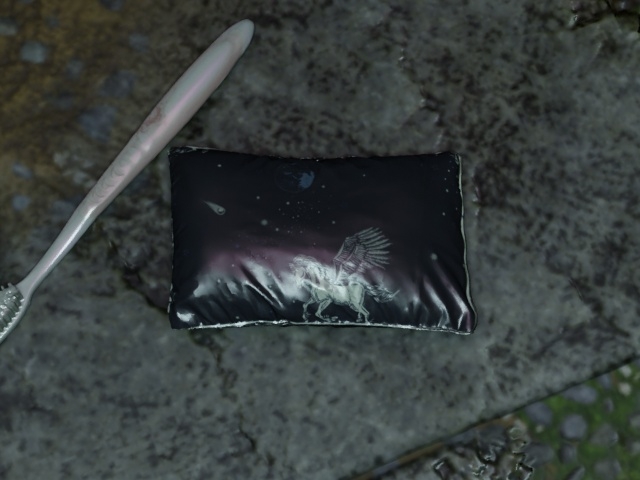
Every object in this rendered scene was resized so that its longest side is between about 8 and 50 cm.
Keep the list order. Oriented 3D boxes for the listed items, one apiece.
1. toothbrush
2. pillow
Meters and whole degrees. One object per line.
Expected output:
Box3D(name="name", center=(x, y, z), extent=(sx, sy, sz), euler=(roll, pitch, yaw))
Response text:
Box3D(name="toothbrush", center=(-0.143, -0.042, 1.148), extent=(0.025, 0.029, 0.307), euler=(36, 76, 12))
Box3D(name="pillow", center=(0.000, 0.000, 1.135), extent=(0.208, 0.055, 0.141), euler=(0, 67, -4))
